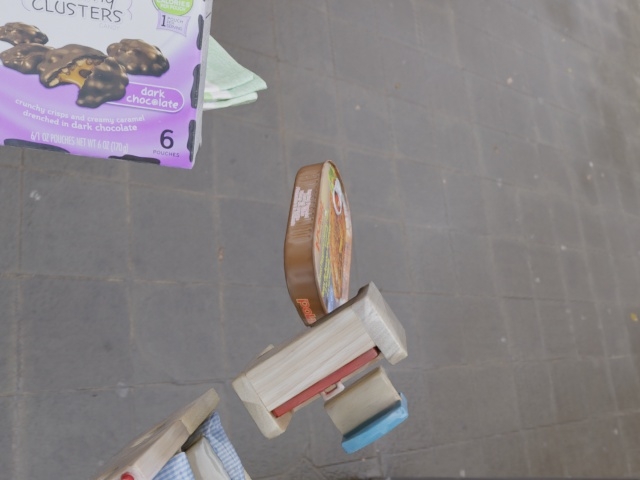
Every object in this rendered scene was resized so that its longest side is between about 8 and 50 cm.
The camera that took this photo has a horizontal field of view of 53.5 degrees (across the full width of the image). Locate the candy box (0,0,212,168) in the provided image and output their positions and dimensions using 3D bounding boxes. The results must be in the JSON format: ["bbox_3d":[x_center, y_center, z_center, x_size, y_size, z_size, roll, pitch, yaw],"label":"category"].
[{"bbox_3d":[-0.162,-0.162,0.450,0.165,0.196,0.070,6,25,-7],"label":"candy box"}]

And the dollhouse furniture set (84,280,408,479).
[{"bbox_3d":[-0.017,0.130,0.327,0.129,0.184,0.129,56,7,1],"label":"dollhouse furniture set"}]

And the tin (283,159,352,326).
[{"bbox_3d":[0.000,0.000,0.633,0.189,0.040,0.106,-83,162,-44],"label":"tin"}]

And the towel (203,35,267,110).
[{"bbox_3d":[-0.248,-0.197,0.640,0.325,0.038,0.248,-17,51,-39],"label":"towel"}]
